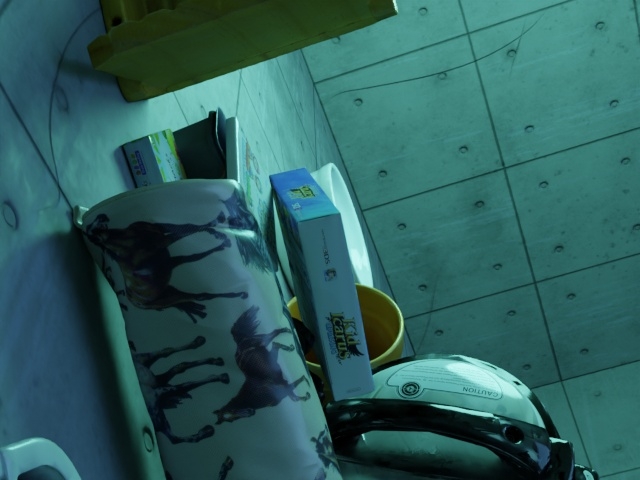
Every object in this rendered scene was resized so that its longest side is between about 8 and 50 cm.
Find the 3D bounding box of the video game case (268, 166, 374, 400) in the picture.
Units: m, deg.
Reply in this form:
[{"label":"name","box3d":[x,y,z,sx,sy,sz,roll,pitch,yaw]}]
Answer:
[{"label":"video game case","box3d":[-0.001,0.047,1.305,0.269,0.061,0.244,-122,-162,-71]}]

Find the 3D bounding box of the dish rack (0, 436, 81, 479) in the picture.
[{"label":"dish rack","box3d":[-0.191,0.261,0.476,0.333,0.072,0.285,16,58,-79]}]

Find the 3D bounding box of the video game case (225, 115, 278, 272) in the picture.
[{"label":"video game case","box3d":[-0.088,-0.059,1.245,0.143,0.019,0.157,64,14,-46]}]

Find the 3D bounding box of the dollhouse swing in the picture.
[{"label":"dollhouse swing","box3d":[-0.115,-0.340,1.129,0.305,0.347,0.315,37,38,-74]}]

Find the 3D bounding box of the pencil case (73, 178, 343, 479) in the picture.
[{"label":"pencil case","box3d":[-0.101,0.138,0.913,0.160,0.183,0.410,24,48,-84]}]

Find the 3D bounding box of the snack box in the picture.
[{"label":"snack box","box3d":[-0.187,-0.060,1.170,0.100,0.037,0.141,-58,131,-76]}]

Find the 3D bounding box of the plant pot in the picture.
[{"label":"plant pot","box3d":[0.036,0.206,1.609,0.205,0.205,0.188,-95,-179,-51]}]

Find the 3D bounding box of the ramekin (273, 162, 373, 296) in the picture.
[{"label":"ramekin","box3d":[0.000,0.000,1.874,0.277,0.135,0.277,-17,90,-80]}]

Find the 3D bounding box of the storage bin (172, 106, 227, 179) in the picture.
[{"label":"storage bin","box3d":[-0.151,-0.090,1.269,0.098,0.091,0.135,-95,164,-49]}]

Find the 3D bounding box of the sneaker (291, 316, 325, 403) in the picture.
[{"label":"sneaker","box3d":[-0.076,0.111,1.255,0.107,0.124,0.283,-89,160,-63]}]

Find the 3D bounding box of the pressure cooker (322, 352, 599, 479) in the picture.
[{"label":"pressure cooker","box3d":[0.173,0.371,1.369,0.375,0.370,0.420,52,-17,45]}]
